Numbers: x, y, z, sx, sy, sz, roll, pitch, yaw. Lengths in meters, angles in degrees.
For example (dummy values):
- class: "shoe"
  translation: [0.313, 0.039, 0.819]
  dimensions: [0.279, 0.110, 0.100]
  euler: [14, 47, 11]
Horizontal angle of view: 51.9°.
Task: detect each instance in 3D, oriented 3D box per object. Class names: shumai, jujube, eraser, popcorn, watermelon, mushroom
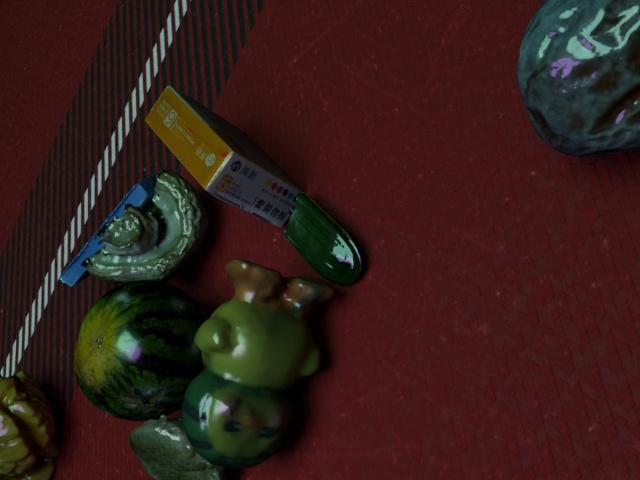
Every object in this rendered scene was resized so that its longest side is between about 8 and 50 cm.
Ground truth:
- class: "shumai"
  translation: [-0.240, 0.377, 1.206]
  dimensions: [0.201, 0.201, 0.120]
  euler: [-14, 27, 35]
- class: "jujube"
  translation: [0.388, -0.229, 0.795]
  dimensions: [0.308, 0.246, 0.215]
  euler: [-39, 55, 31]
- class: "eraser"
  translation: [-0.459, -0.026, 1.488]
  dimensions: [0.042, 0.144, 0.312]
  euler: [43, 109, -4]
- class: "popcorn"
  translation: [-0.717, 0.446, 1.511]
  dimensions: [0.265, 0.225, 0.332]
  euler: [-23, 85, 44]
- class: "watermelon"
  translation: [-0.327, 0.205, 1.238]
  dimensions: [0.269, 0.269, 0.269]
  euler: [-12, 70, 36]
- class: "mushroom"
  translation: [-0.340, 0.005, 1.357]
  dimensions: [0.164, 0.189, 0.267]
  euler: [42, 75, 2]

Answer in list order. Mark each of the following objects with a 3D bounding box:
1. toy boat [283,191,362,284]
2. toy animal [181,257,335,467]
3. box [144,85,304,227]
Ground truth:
- class: "toy boat"
  translation: [0.000, 0.000, 1.163]
  dimensions: [0.210, 0.052, 0.104]
  euler: [44, 121, 37]
- class: "toy animal"
  translation: [-0.118, 0.207, 1.110]
  dimensions: [0.191, 0.216, 0.338]
  euler: [2, 75, 67]
- class: "box"
  translation: [-0.180, -0.157, 1.246]
  dimensions: [0.091, 0.220, 0.274]
  euler: [-52, 54, 10]
